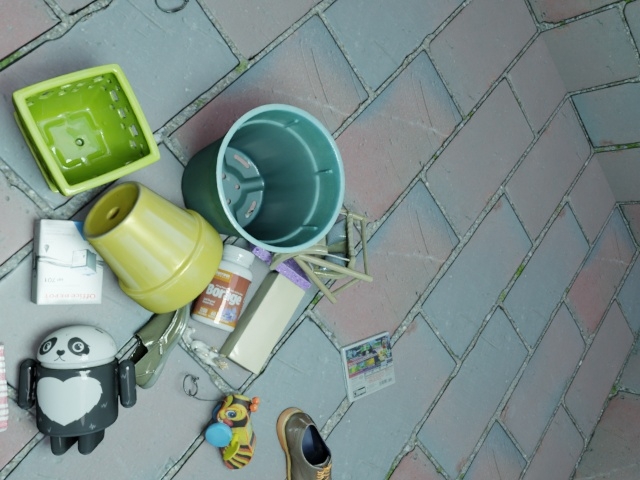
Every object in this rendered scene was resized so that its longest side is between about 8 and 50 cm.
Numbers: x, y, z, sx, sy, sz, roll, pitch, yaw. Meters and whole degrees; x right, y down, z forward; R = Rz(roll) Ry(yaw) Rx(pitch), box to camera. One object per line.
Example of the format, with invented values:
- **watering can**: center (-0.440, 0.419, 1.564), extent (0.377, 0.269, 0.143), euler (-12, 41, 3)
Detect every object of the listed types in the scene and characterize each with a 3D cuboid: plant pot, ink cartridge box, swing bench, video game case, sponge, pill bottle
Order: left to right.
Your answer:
- **ink cartridge box**: center (-0.578, 0.051, 1.230), extent (0.140, 0.082, 0.190), euler (3, 87, -36)
- **plant pot**: center (-0.527, -0.233, 1.187), extent (0.227, 0.207, 0.228), euler (-30, 107, -32)
- **plant pot**: center (-0.393, 0.002, 1.221), extent (0.254, 0.254, 0.239), euler (-59, 136, -20)
- **pill bottle**: center (-0.254, 0.126, 1.433), extent (0.121, 0.121, 0.216), euler (26, 75, -32)
- **plant pot**: center (-0.175, -0.141, 1.357), extent (0.341, 0.334, 0.340), euler (0, 90, -36)
- **sponge**: center (-0.118, 0.053, 1.532), extent (0.031, 0.117, 0.210), euler (-46, 119, 10)
- **swing bench**: center (0.000, 0.000, 1.515), extent (0.255, 0.165, 0.253), euler (34, 36, -31)
- **video game case**: center (0.160, 0.417, 1.784), extent (0.201, 0.023, 0.183), euler (-12, 97, -33)

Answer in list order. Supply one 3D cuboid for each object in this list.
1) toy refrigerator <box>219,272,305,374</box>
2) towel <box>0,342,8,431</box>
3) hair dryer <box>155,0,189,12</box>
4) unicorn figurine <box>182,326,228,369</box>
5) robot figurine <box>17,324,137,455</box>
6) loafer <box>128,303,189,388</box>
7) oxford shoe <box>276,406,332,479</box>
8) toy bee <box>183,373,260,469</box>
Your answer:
- **toy refrigerator**: center (-0.165, 0.230, 1.516), extent (0.102, 0.094, 0.269), euler (39, 68, -22)
- **towel**: center (-0.753, 0.325, 1.144), extent (0.144, 0.029, 0.196), euler (-3, 89, -35)
- **hair dryer**: center (-0.388, -0.758, 1.381), extent (0.293, 0.080, 0.223), euler (-57, 135, -14)
- **unicorn figurine**: center (-0.311, 0.286, 1.416), extent (0.060, 0.111, 0.161), euler (-42, 128, -38)
- **robot figurine**: center (-0.543, 0.329, 1.198), extent (0.209, 0.174, 0.278), euler (0, 91, -43)
- **loafer**: center (-0.411, 0.243, 1.339), extent (0.087, 0.094, 0.251), euler (33, 72, -35)
- **oxford shoe**: center (-0.024, 0.679, 1.589), extent (0.130, 0.133, 0.363), euler (-28, 106, -32)
- **toy bee**: center (-0.225, 0.480, 1.411), extent (0.195, 0.162, 0.298), euler (-91, 161, -45)
